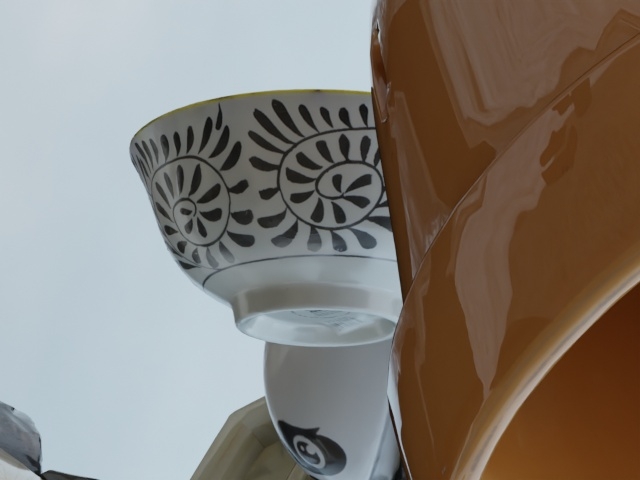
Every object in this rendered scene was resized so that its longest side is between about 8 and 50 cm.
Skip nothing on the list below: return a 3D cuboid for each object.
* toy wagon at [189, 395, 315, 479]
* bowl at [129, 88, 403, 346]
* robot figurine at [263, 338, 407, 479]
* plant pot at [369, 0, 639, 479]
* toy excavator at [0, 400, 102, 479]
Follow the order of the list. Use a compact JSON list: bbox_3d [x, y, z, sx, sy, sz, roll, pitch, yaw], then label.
[{"bbox_3d":[0.050,0.198,1.208,0.344,0.068,0.267,11,-122,38],"label":"toy wagon"},{"bbox_3d":[0.000,0.000,0.821,0.170,0.170,0.080,-24,-120,57],"label":"bowl"},{"bbox_3d":[0.107,0.075,1.022,0.173,0.278,0.209,-80,-177,-52],"label":"robot figurine"},{"bbox_3d":[0.139,-0.025,0.600,0.291,0.291,0.203,-55,-138,34],"label":"plant pot"},{"bbox_3d":[-0.365,0.270,1.169,0.433,0.222,0.445,24,-94,50],"label":"toy excavator"}]
